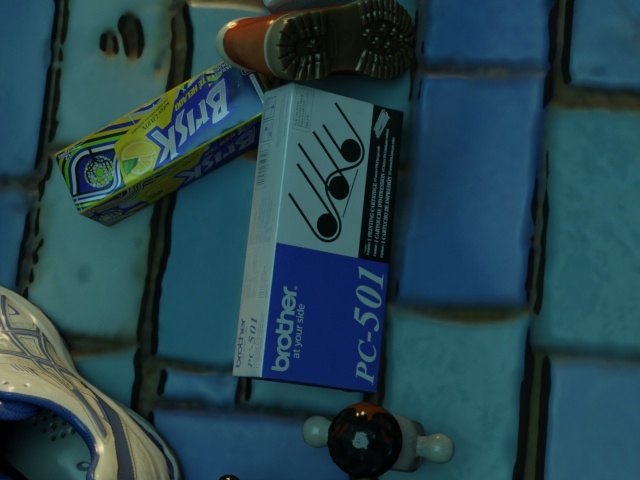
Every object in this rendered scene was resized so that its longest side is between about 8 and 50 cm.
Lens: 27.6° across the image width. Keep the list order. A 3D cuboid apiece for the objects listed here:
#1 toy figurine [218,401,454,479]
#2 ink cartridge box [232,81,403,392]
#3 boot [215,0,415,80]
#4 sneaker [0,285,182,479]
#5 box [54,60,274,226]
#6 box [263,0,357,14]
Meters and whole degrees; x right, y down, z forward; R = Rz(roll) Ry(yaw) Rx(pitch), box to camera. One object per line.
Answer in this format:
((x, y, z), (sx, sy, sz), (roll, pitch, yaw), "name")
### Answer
((0.022, 0.222, 0.855), (0.209, 0.148, 0.213), (-36, 74, 5), "toy figurine")
((0.000, 0.000, 0.927), (0.097, 0.046, 0.207), (11, 80, -30), "ink cartridge box")
((-0.001, -0.146, 0.944), (0.084, 0.158, 0.059), (8, 103, 44), "boot")
((-0.232, 0.109, 0.946), (0.296, 0.131, 0.112), (32, 90, 18), "sneaker")
((-0.110, -0.076, 0.985), (0.169, 0.059, 0.054), (-28, 75, 7), "box")
((-0.006, -0.224, 0.972), (0.102, 0.087, 0.101), (-26, 75, 8), "box")
